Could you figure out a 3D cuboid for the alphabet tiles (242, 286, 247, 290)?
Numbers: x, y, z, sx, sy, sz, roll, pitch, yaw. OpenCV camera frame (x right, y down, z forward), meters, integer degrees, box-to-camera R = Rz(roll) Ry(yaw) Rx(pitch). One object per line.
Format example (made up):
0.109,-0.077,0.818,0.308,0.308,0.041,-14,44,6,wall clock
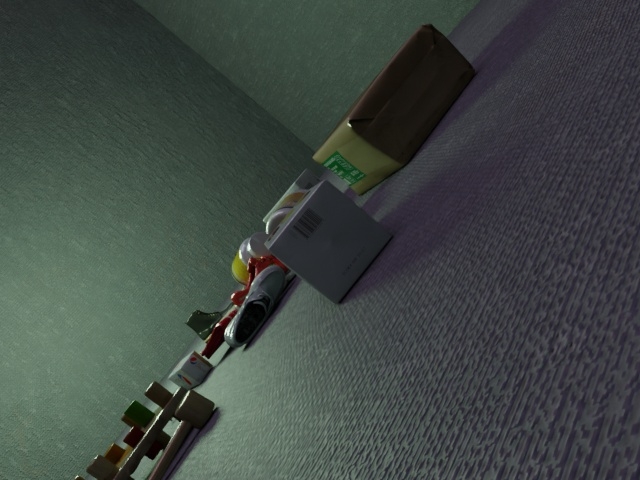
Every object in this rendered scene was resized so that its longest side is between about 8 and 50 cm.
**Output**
-0.237,0.106,2.258,0.284,0.021,0.278,-61,-3,-7,alphabet tiles

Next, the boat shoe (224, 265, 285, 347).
-0.146,0.159,1.389,0.227,0.079,0.081,-58,18,-19,boat shoe

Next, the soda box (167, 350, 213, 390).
-0.387,0.389,1.711,0.069,0.074,0.216,-54,7,-29,soda box

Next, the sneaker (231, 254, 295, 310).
-0.128,0.072,1.509,0.279,0.118,0.107,-54,8,-24,sneaker

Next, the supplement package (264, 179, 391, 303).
0.000,0.000,0.961,0.139,0.134,0.244,-51,6,-4,supplement package

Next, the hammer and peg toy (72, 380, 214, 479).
-0.371,0.421,1.175,0.361,0.127,0.266,-44,9,45,hammer and peg toy

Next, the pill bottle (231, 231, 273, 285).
-0.186,0.051,1.637,0.103,0.103,0.184,-55,1,-34,pill bottle

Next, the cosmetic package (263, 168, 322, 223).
-0.059,-0.103,1.876,0.183,0.151,0.151,-46,7,27,cosmetic package

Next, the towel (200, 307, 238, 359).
-0.228,0.202,1.640,0.275,0.031,0.199,-49,-5,-44,towel

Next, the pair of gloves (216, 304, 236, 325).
-0.247,0.204,1.942,0.204,0.042,0.240,-51,7,-36,pair of gloves

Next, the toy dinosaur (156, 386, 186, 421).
-0.397,0.441,1.584,0.092,0.053,0.183,-52,6,-20,toy dinosaur

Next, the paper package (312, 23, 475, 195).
0.159,-0.292,1.371,0.309,0.168,0.325,-52,7,-14,paper package

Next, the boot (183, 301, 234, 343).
-0.420,0.287,2.240,0.198,0.137,0.077,-51,7,-11,boot

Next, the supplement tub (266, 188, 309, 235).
-0.065,-0.059,1.697,0.144,0.144,0.199,-47,7,28,supplement tub
